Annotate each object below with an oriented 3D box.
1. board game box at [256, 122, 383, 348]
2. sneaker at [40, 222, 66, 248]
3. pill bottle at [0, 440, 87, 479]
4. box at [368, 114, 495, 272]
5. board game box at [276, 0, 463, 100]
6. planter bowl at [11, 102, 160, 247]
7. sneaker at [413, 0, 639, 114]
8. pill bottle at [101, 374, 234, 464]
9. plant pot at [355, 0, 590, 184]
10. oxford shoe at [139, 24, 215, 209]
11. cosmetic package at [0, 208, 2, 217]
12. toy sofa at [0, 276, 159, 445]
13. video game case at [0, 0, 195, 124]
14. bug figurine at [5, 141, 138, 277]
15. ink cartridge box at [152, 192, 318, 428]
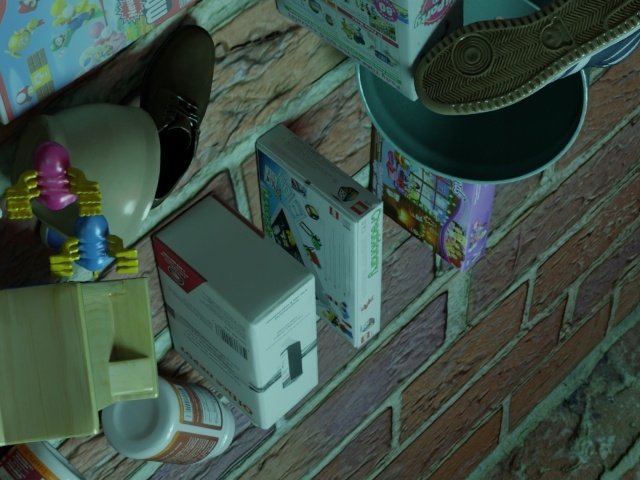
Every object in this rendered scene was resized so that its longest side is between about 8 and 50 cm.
[{"bbox_3d":[0.000,0.000,1.866,0.053,0.193,0.305,-38,152,-24],"label":"board game box"},{"bbox_3d":[-0.249,-0.037,1.543,0.152,0.085,0.058,-50,154,-2],"label":"sneaker"},{"bbox_3d":[-0.414,0.368,1.765,0.221,0.121,0.121,-46,154,-9],"label":"pill bottle"},{"bbox_3d":[0.162,-0.109,1.976,0.057,0.201,0.293,-38,151,-26],"label":"box"},{"bbox_3d":[0.044,-0.325,1.482,0.097,0.224,0.303,-43,154,-20],"label":"board game box"},{"bbox_3d":[-0.257,-0.074,1.425,0.109,0.162,0.162,12,116,-37],"label":"planter bowl"},{"bbox_3d":[0.247,-0.214,1.516,0.282,0.099,0.153,-25,175,14],"label":"sneaker"},{"bbox_3d":[-0.211,0.261,1.950,0.121,0.121,0.216,-53,154,4],"label":"pill bottle"},{"bbox_3d":[0.214,-0.246,1.735,0.196,0.293,0.293,-61,168,-47],"label":"plant pot"},{"bbox_3d":[-0.156,-0.135,1.489,0.083,0.096,0.227,23,75,-29],"label":"oxford shoe"},{"bbox_3d":[-0.424,-0.031,1.090,0.225,0.138,0.224,-44,109,-14],"label":"cosmetic package"},{"bbox_3d":[-0.291,0.120,1.431,0.362,0.177,0.150,5,79,-86],"label":"toy sofa"},{"bbox_3d":[-0.227,-0.262,1.355,0.285,0.025,0.204,-38,151,-24],"label":"video game case"},{"bbox_3d":[-0.316,-0.022,1.308,0.279,0.072,0.216,-1,148,-12],"label":"bug figurine"},{"bbox_3d":[-0.109,0.100,1.816,0.114,0.197,0.272,-38,152,-25],"label":"ink cartridge box"}]
